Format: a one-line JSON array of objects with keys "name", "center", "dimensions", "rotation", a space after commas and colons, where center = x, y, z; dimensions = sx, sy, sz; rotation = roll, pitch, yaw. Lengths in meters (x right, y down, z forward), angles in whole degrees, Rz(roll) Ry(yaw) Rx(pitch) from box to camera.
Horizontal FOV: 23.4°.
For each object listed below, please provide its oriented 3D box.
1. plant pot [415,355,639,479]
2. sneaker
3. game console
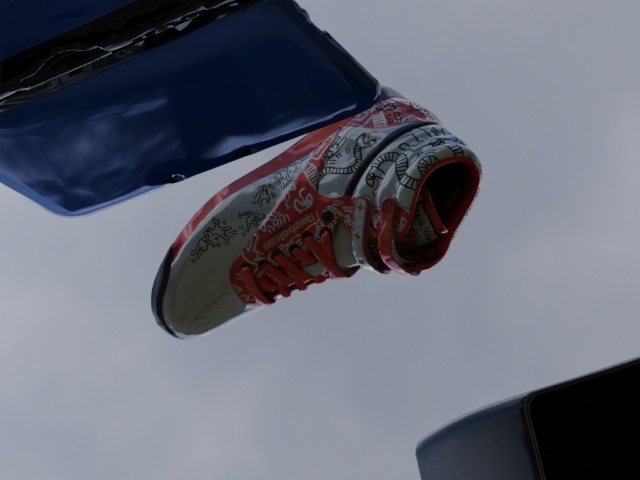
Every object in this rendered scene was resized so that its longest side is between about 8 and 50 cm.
[{"name": "plant pot", "center": [0.186, 0.201, 1.229], "dimensions": [0.188, 0.167, 0.187], "rotation": [-11, -92, -39]}, {"name": "sneaker", "center": [0.000, -0.001, 1.181], "dimensions": [0.270, 0.145, 0.090], "rotation": [-41, -48, -9]}, {"name": "game console", "center": [-0.146, -0.163, 1.064], "dimensions": [0.293, 0.173, 0.250], "rotation": [-19, -91, 25]}]
